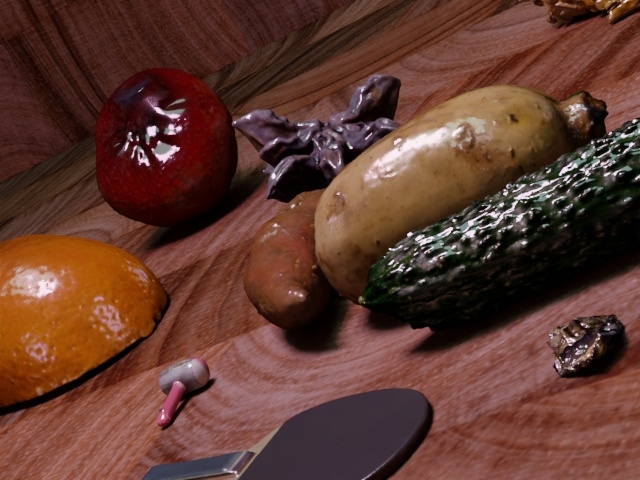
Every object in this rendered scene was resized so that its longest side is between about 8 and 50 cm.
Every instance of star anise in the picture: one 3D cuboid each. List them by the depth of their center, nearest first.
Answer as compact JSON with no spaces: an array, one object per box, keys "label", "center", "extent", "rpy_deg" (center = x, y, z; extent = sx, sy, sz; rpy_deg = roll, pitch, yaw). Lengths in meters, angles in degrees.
[{"label":"star anise","center":[0.008,-0.116,1.746],"extent":[0.212,0.129,0.283],"rpy_deg":[-13,20,5]}]

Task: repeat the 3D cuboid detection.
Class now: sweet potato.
[{"label":"sweet potato","center":[-0.012,0.008,1.391],"extent":[0.106,0.095,0.354],"rpy_deg":[-30,12,24]}]

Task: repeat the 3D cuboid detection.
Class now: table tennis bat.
[{"label":"table tennis bat","center":[-0.036,0.166,1.051],"extent":[0.274,0.021,0.154],"rpy_deg":[-17,19,39]}]

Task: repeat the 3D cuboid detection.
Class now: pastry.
[{"label":"pastry","center":[0.366,-0.350,1.815],"extent":[0.154,0.102,0.250],"rpy_deg":[-39,16,-24]}]

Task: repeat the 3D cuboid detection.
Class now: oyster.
[{"label":"oyster","center":[0.177,0.066,0.949],"extent":[0.054,0.019,0.083],"rpy_deg":[-28,14,12]}]

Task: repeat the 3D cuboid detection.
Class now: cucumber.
[{"label":"cucumber","center":[0.190,-0.018,1.072],"extent":[0.359,0.096,0.096],"rpy_deg":[-29,14,21]}]

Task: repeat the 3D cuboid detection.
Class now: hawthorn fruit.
[{"label":"hawthorn fruit","center":[-0.222,-0.121,2.059],"extent":[0.210,0.230,0.266],"rpy_deg":[-16,-16,-2]}]

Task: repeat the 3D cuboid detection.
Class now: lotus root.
[{"label":"lotus root","center":[0.117,-0.047,1.209],"extent":[0.284,0.146,0.160],"rpy_deg":[-25,25,17]}]

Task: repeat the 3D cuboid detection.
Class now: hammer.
[{"label":"hammer","center":[-0.135,0.145,1.320],"extent":[0.052,0.031,0.083],"rpy_deg":[-26,25,31]}]

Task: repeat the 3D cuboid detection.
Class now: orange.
[{"label":"orange","center":[-0.341,0.113,1.730],"extent":[0.274,0.274,0.310],"rpy_deg":[-44,-12,-41]}]

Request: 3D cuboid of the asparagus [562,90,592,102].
[{"label":"asparagus","center":[0.236,-0.119,1.457],"extent":[0.108,0.025,0.021],"rpy_deg":[-34,-6,2]}]
